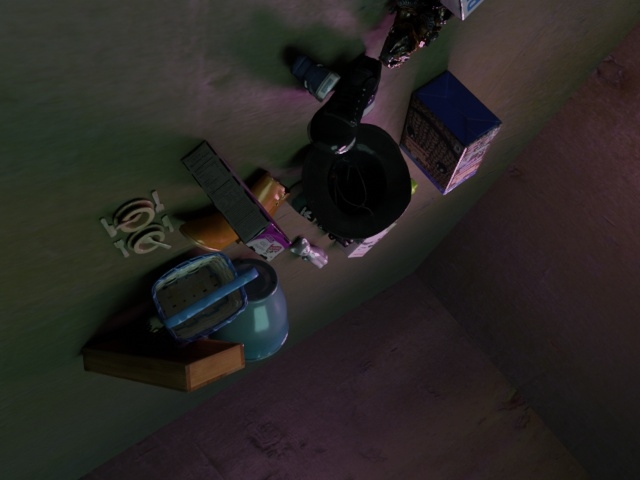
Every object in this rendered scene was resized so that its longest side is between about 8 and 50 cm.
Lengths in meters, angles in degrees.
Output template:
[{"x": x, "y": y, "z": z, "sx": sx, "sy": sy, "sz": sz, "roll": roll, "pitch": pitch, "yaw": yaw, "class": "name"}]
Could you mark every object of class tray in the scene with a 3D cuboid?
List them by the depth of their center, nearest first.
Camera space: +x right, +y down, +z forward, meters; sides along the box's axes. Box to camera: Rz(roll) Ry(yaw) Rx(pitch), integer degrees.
[{"x": -0.430, "y": 0.320, "z": 1.338, "sx": 0.411, "sy": 0.076, "sz": 0.203, "roll": -2, "pitch": -176, "yaw": 33, "class": "tray"}]

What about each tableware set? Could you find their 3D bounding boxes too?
[{"x": -0.383, "y": -0.020, "z": 1.062, "sx": 0.128, "sy": 0.039, "sz": 0.194, "roll": -33, "pitch": 161, "yaw": -18, "class": "tableware set"}]

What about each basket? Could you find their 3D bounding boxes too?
[{"x": -0.316, "y": 0.148, "z": 1.288, "sx": 0.255, "sy": 0.200, "sz": 0.289, "roll": -29, "pitch": -169, "yaw": -29, "class": "basket"}]

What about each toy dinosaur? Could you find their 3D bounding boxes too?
[{"x": 0.231, "y": -0.500, "z": 0.991, "sx": 0.321, "sy": 0.165, "sz": 0.218, "roll": -68, "pitch": 170, "yaw": 10, "class": "toy dinosaur"}]

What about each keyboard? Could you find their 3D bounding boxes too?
[{"x": -0.453, "y": 0.266, "z": 1.412, "sx": 0.202, "sy": 0.033, "sz": 0.317, "roll": -4, "pitch": -177, "yaw": -1, "class": "keyboard"}]

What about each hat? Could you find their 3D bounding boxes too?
[{"x": 0.083, "y": -0.152, "z": 1.356, "sx": 0.332, "sy": 0.331, "sz": 0.134, "roll": -31, "pitch": -172, "yaw": -22, "class": "hat"}]

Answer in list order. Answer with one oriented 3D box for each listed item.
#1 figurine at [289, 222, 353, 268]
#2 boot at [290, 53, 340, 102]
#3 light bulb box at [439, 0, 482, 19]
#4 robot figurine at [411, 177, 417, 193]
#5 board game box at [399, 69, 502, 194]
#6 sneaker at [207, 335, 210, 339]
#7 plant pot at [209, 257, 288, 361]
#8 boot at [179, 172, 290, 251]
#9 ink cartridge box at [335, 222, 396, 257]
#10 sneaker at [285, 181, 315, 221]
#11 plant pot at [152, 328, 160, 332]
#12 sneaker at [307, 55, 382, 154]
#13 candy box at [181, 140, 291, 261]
[{"x": 0.000, "y": 0.000, "z": 1.809, "sx": 0.215, "sy": 0.092, "sz": 0.209, "roll": -39, "pitch": 154, "yaw": 5, "class": "figurine"}, {"x": -0.011, "y": -0.333, "z": 0.995, "sx": 0.069, "sy": 0.086, "sz": 0.190, "roll": -52, "pitch": -172, "yaw": 9, "class": "boot"}, {"x": 0.228, "y": -0.562, "z": 0.626, "sx": 0.361, "sy": 0.225, "sz": 0.358, "roll": -43, "pitch": 162, "yaw": 11, "class": "light bulb box"}, {"x": 0.331, "y": -0.200, "z": 1.971, "sx": 0.115, "sy": 0.067, "sz": 0.101, "roll": -37, "pitch": 174, "yaw": -3, "class": "robot figurine"}, {"x": 0.385, "y": -0.321, "z": 1.512, "sx": 0.141, "sy": 0.232, "sz": 0.291, "roll": -34, "pitch": 161, "yaw": -11, "class": "board game box"}, {"x": -0.294, "y": 0.307, "z": 1.917, "sx": 0.319, "sy": 0.112, "sz": 0.131, "roll": -36, "pitch": 165, "yaw": -11, "class": "sneaker"}, {"x": -0.231, "y": 0.206, "z": 1.586, "sx": 0.272, "sy": 0.272, "sz": 0.255, "roll": -28, "pitch": 145, "yaw": -30, "class": "plant pot"}, {"x": -0.197, "y": -0.081, "z": 1.205, "sx": 0.211, "sy": 0.104, "sz": 0.295, "roll": -49, "pitch": 165, "yaw": 15, "class": "boot"}, {"x": 0.192, "y": -0.031, "z": 2.071, "sx": 0.219, "sy": 0.092, "sz": 0.160, "roll": -46, "pitch": 160, "yaw": 20, "class": "ink cartridge box"}, {"x": 0.036, "y": -0.126, "z": 1.484, "sx": 0.302, "sy": 0.121, "sz": 0.108, "roll": -23, "pitch": 156, "yaw": -41, "class": "sneaker"}, {"x": -0.526, "y": 0.341, "z": 1.608, "sx": 0.082, "sy": 0.081, "sz": 0.083, "roll": -39, "pitch": 172, "yaw": -1, "class": "plant pot"}, {"x": 0.055, "y": -0.301, "z": 1.044, "sx": 0.124, "sy": 0.107, "sz": 0.283, "roll": 109, "pitch": 5, "yaw": -48, "class": "sneaker"}, {"x": -0.170, "y": -0.077, "z": 1.019, "sx": 0.071, "sy": 0.233, "sz": 0.159, "roll": -39, "pitch": 161, "yaw": 0, "class": "candy box"}]
